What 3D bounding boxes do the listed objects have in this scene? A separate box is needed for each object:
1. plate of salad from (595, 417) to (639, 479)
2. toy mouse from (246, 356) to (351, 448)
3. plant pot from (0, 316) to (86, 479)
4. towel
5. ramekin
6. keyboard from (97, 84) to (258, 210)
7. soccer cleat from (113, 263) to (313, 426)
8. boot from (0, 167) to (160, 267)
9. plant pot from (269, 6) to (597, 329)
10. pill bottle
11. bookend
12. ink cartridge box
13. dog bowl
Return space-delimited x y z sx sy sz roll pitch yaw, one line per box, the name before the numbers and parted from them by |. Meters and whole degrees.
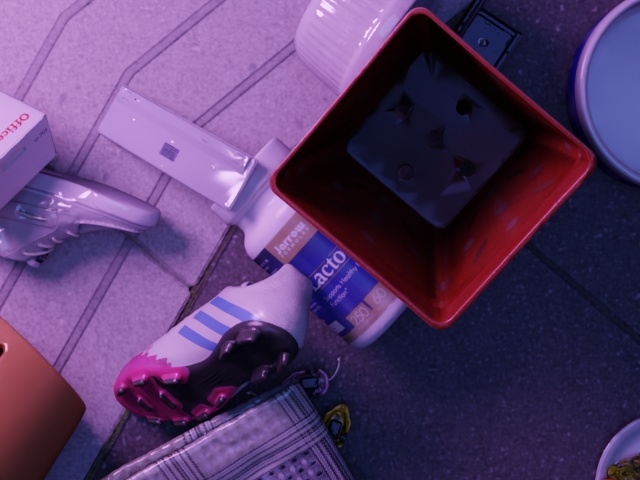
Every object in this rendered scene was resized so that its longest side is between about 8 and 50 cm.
plate of salad | 0.464 0.326 1.771 0.200 0.048 0.199 0 91 -1
toy mouse | -0.029 0.220 1.762 0.143 0.031 0.161 16 92 -2
plant pot | -0.427 0.211 1.644 0.291 0.291 0.203 46 74 -2
towel | -0.100 0.376 1.711 0.324 0.056 0.312 -28 108 -4
ramekin | 0.058 -0.277 1.667 0.109 0.207 0.207 36 91 6
keyboard | -0.184 -0.120 1.685 0.256 0.014 0.072 31 97 34
soccer cleat | -0.128 0.133 1.684 0.331 0.143 0.116 -26 122 40
boot | -0.341 -0.022 1.725 0.258 0.095 0.123 17 97 6
plant pot | 0.135 -0.101 1.593 0.267 0.236 0.267 40 104 -3
pill bottle | 0.000 0.000 1.696 0.265 0.153 0.153 41 90 -2
bookend | 0.224 -0.210 1.735 0.157 0.072 0.156 34 90 -3
ink cartridge box | -0.446 -0.125 1.655 0.191 0.082 0.139 28 58 21
dog bowl | 0.454 -0.193 1.725 0.265 0.104 0.265 0 92 -1
